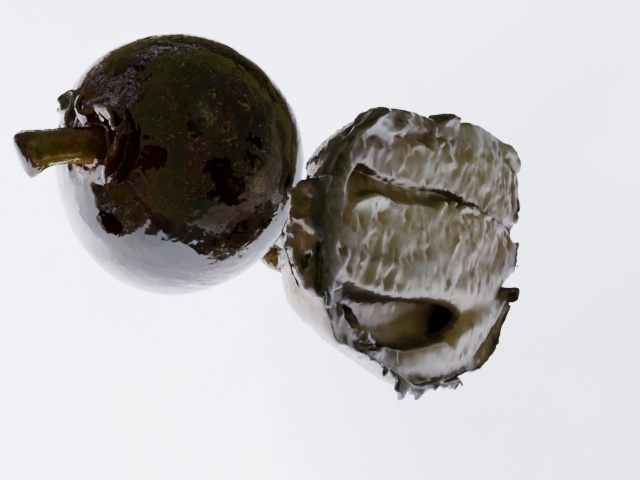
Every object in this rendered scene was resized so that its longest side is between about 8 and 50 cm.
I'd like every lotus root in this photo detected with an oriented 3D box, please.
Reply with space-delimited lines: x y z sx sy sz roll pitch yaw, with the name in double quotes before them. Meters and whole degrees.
"lotus root" 0.038 0.006 0.854 0.329 0.078 0.167 13 -100 -66

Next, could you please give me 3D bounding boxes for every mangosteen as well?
"mangosteen" -0.148 -0.073 1.280 0.261 0.235 0.236 6 -111 -49

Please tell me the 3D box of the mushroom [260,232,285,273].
"mushroom" 0.000 0.000 1.445 0.127 0.127 0.087 16 -85 -32
